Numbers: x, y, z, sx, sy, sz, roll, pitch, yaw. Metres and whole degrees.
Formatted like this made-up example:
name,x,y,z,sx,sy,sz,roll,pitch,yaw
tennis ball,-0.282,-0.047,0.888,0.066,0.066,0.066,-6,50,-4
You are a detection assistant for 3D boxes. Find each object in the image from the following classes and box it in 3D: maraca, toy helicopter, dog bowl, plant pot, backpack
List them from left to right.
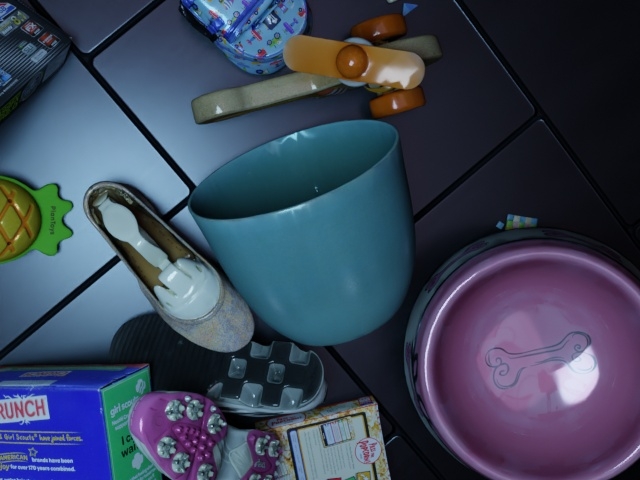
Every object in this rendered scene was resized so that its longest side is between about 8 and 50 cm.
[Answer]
name,x,y,z,sx,sy,sz,roll,pitch,yaw
maraca,-0.444,-0.029,1.049,0.186,0.099,0.127,-1,99,-34
backpack,-0.095,-0.328,1.057,0.158,0.117,0.173,-45,103,-1
toy helicopter,-0.002,-0.217,1.019,0.355,0.235,0.140,-16,98,-6
plant pot,0.000,0.000,1.026,0.293,0.293,0.235,-23,114,-5
dog bowl,0.318,0.179,1.084,0.408,0.150,0.407,0,88,11

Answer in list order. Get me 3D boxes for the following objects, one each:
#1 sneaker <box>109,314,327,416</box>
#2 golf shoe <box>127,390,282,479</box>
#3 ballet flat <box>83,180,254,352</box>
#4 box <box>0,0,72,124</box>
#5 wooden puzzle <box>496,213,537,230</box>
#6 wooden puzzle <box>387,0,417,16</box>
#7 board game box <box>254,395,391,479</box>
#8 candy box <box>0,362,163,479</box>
name,x,y,z,sx,sy,sz,roll,pitch,yaw
sneaker,-0.150,0.203,1.104,0.331,0.146,0.122,12,66,14
golf shoe,-0.178,0.281,1.023,0.306,0.140,0.115,48,53,-49
ballet flat,-0.220,0.034,1.028,0.316,0.106,0.107,42,82,11
box,-0.488,-0.239,0.957,0.216,0.060,0.270,36,49,-10
wooden puzzle,0.323,-0.015,1.202,0.083,0.006,0.049,8,95,-9
wooden puzzle,0.124,-0.406,1.130,0.079,0.014,0.116,-31,99,-4
board game box,0.005,0.339,1.172,0.194,0.045,0.146,-11,97,-7
candy box,-0.363,0.336,1.035,0.268,0.122,0.317,-3,98,20
